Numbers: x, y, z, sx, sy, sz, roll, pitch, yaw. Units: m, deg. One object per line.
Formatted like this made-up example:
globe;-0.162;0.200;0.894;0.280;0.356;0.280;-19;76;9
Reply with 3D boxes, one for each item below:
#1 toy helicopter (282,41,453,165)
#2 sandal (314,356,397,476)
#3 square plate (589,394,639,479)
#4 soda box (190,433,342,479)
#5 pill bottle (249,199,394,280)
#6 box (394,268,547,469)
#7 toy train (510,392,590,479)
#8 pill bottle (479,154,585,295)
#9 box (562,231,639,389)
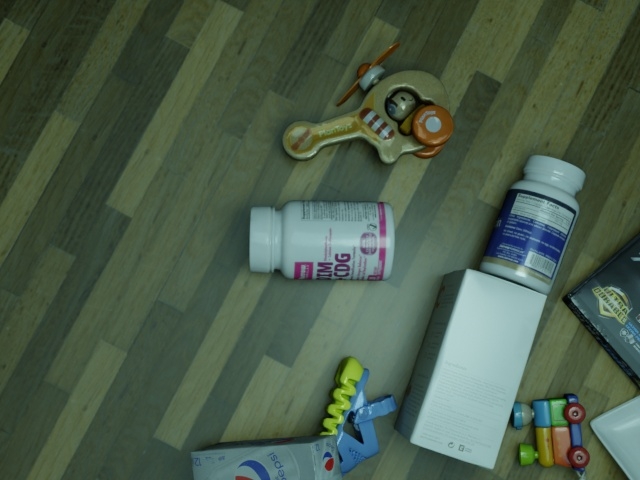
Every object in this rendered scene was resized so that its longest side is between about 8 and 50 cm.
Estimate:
toy helicopter;0.088;-0.260;1.856;0.355;0.140;0.235;-17;84;-2
sandal;0.057;0.401;1.800;0.138;0.126;0.317;22;85;-5
square plate;0.782;0.436;1.806;0.344;0.049;0.347;-26;56;-6
soda box;-0.107;0.432;1.727;0.286;0.098;0.091;-11;84;29
pill bottle;0.000;0.000;1.811;0.283;0.160;0.160;1;85;-3
box;0.290;0.247;1.778;0.168;0.215;0.345;19;84;-2
toy train;0.467;0.441;1.832;0.143;0.105;0.248;-4;85;7
pill bottle;0.439;-0.031;1.843;0.153;0.153;0.265;23;84;-1
box;0.710;0.137;1.867;0.293;0.073;0.295;-38;80;-4
